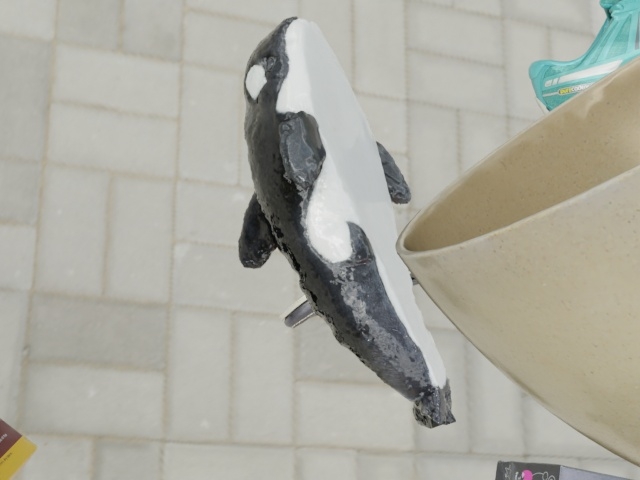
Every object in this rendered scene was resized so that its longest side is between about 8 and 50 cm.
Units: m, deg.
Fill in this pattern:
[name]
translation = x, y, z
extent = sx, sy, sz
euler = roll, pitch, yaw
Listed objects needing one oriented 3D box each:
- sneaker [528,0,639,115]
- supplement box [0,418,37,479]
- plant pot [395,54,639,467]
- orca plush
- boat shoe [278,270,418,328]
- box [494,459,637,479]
[sneaker]
translation = 0.324, -0.208, 1.101
extent = 0.275, 0.107, 0.110
euler = -38, 84, 8
[supplement box]
translation = -0.400, 0.210, 1.044
extent = 0.194, 0.191, 0.129
euler = 38, 105, -2
[plant pot]
translation = 0.203, 0.007, 0.507
extent = 0.284, 0.284, 0.191
euler = -37, 97, -29
[orca plush]
translation = 0.000, 0.000, 0.778
extent = 0.287, 0.102, 0.151
euler = 63, 26, -5
[boat shoe]
translation = 0.051, 0.060, 1.355
extent = 0.206, 0.075, 0.065
euler = -28, 87, -6
[box]
translation = 0.290, 0.388, 1.314
extent = 0.163, 0.142, 0.247
euler = 14, 78, -20
